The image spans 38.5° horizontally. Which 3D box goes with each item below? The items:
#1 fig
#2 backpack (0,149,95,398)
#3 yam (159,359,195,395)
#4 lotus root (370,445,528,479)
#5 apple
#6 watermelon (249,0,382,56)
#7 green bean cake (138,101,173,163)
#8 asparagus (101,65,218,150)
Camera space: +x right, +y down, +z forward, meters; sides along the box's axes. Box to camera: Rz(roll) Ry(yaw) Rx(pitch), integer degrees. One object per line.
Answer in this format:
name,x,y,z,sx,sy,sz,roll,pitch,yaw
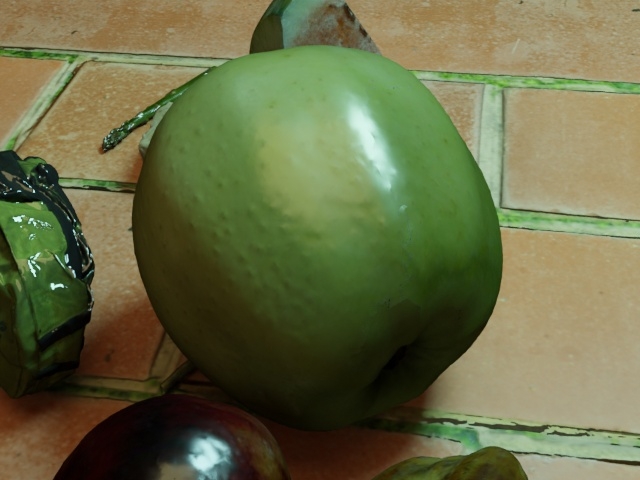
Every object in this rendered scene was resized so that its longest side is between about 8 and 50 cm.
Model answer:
fig,-0.114,0.233,0.697,0.214,0.235,0.235,43,52,2
backpack,-0.316,0.036,0.951,0.140,0.207,0.253,-14,47,-32
yam,-0.131,0.126,0.970,0.014,0.014,0.107,27,48,29
lotus root,0.068,0.292,0.664,0.193,0.193,0.291,22,44,25
apple,0.000,0.000,0.875,0.358,0.357,0.357,-1,41,1
watermelon,0.005,-0.265,1.302,0.193,0.231,0.310,-21,-1,-17
green bean cake,-0.137,-0.119,1.201,0.179,0.085,0.109,5,40,10
asparagus,-0.232,-0.197,1.343,0.024,0.025,0.248,52,53,-5
